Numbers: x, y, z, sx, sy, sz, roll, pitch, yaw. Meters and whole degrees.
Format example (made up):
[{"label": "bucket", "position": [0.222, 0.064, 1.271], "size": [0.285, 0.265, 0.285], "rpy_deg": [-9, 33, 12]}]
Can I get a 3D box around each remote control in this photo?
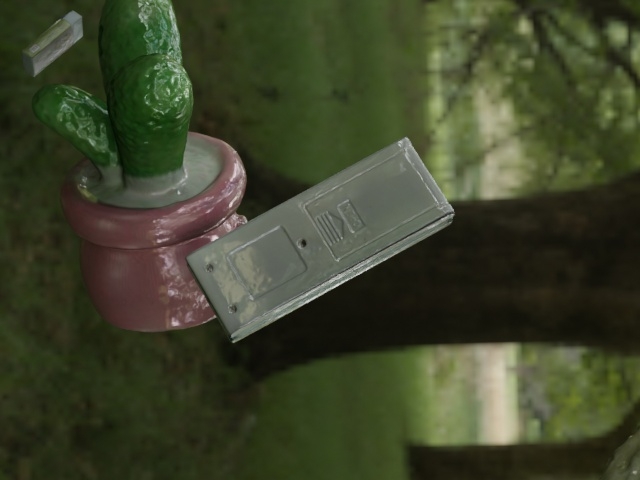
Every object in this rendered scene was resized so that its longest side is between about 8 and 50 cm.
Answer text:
[{"label": "remote control", "position": [0.000, 0.000, 1.903], "size": [0.103, 0.277, 0.055], "rpy_deg": [59, -9, 16]}]

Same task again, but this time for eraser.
[{"label": "eraser", "position": [-0.305, -0.225, 2.010], "size": [0.083, 0.019, 0.038], "rpy_deg": [-44, 158, -26]}]

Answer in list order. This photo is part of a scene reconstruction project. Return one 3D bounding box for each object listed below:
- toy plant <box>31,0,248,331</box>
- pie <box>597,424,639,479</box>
[{"label": "toy plant", "position": [-0.195, -0.092, 1.984], "size": [0.317, 0.210, 0.356], "rpy_deg": [-104, -178, -61]}, {"label": "pie", "position": [0.414, 0.301, 1.797], "size": [0.077, 0.339, 0.339], "rpy_deg": [-140, -135, -69]}]
